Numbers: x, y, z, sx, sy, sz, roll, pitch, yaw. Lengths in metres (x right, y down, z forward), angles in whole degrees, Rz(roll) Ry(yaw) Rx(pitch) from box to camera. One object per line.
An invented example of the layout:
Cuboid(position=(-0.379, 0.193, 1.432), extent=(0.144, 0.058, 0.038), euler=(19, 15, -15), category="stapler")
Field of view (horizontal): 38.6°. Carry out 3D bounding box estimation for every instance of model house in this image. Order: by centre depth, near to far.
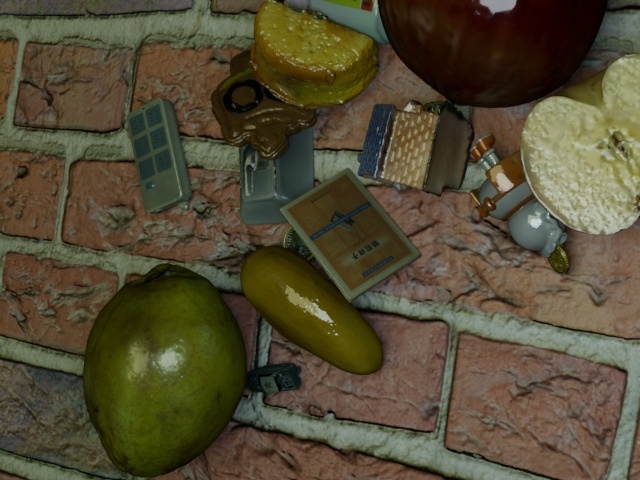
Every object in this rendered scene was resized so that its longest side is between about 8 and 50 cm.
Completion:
Cuboid(position=(0.164, -0.171, 1.668), extent=(0.172, 0.183, 0.166), euler=(12, 92, 30), category="model house")

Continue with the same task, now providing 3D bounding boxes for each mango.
Cuboid(position=(-0.022, 0.129, 1.752), extent=(0.332, 0.195, 0.142), euler=(35, 77, 24), category="mango")

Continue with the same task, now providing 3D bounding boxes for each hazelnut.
Cuboid(position=(0.279, -0.422, 1.536), extent=(0.421, 0.353, 0.421), euler=(25, 136, 28), category="hazelnut")

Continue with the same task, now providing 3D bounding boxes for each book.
Cuboid(position=(0.054, -0.016, 1.762), extent=(0.170, 0.018, 0.241), euler=(-32, 66, -15), category="book")

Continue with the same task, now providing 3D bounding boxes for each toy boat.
Cuboid(position=(-0.106, 0.284, 1.868), extent=(0.141, 0.060, 0.055), euler=(-11, 105, 34), category="toy boat")

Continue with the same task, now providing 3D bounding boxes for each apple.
Cuboid(position=(0.480, -0.149, 1.488), extent=(0.293, 0.163, 0.251), euler=(-28, 81, 16), category="apple")

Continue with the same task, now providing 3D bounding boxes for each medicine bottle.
Cuboid(position=(0.058, -0.470, 1.778), extent=(0.225, 0.139, 0.139), euler=(21, 97, 30), category="medicine bottle")

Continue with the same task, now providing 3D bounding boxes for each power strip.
Cuboid(position=(-0.364, -0.188, 2.059), extent=(0.118, 0.046, 0.270), euler=(-20, 77, 28), category="power strip")

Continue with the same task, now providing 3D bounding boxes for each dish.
Cuboid(position=(-0.108, -0.159, 1.888), extent=(0.182, 0.080, 0.243), euler=(-5, 83, 30), category="dish")

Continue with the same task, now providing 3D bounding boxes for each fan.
Cuboid(position=(0.000, 0.000, 1.835), extent=(0.155, 0.039, 0.082), euler=(-10, 81, 28), category="fan")

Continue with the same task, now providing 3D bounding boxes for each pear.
Cuboid(position=(-0.311, 0.259, 1.834), extent=(0.352, 0.352, 0.413), euler=(17, 98, 30), category="pear")

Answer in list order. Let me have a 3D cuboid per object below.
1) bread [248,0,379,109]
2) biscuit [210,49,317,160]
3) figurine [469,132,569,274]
Cuboid(position=(-0.029, -0.346, 1.774), extent=(0.261, 0.160, 0.147), euler=(26, 67, 7), category="bread")
Cuboid(position=(-0.119, -0.284, 1.854), extent=(0.208, 0.041, 0.290), euler=(-13, 57, 0), category="biscuit")
Cuboid(position=(0.345, -0.060, 1.583), extent=(0.143, 0.143, 0.271), euler=(-25, 73, 27), category="figurine")
